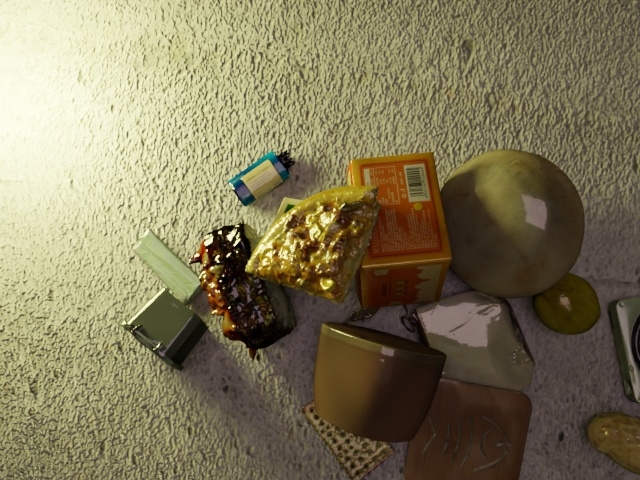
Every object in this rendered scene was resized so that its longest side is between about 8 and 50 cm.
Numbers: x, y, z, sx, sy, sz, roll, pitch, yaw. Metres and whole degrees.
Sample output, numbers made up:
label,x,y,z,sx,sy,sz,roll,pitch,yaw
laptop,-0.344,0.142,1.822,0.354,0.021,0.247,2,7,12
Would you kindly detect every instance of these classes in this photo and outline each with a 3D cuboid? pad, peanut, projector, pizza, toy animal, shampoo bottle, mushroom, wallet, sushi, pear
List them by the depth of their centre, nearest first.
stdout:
label,x,y,z,sx,sy,sz,roll,pitch,yaw
pizza,-0.021,-0.016,1.316,0.268,0.087,0.258,12,73,35
peanut,0.812,0.493,1.443,0.325,0.140,0.153,13,66,8
mushroom,0.462,-0.043,1.462,0.362,0.294,0.362,8,103,40
pear,0.602,0.154,1.485,0.162,0.149,0.149,34,86,-12
projector,0.878,0.259,1.494,0.259,0.079,0.257,-8,82,0
pad,0.365,0.496,1.495,0.284,0.018,0.287,9,94,4
sushi,-0.182,0.128,1.518,0.181,0.196,0.343,-25,77,18
wallet,0.383,0.278,1.526,0.274,0.068,0.335,-22,89,4
toy animal,0.129,0.142,1.549,0.220,0.069,0.086,-44,87,-2
shampoo bottle,-0.151,-0.174,1.606,0.183,0.050,0.087,-35,80,-2

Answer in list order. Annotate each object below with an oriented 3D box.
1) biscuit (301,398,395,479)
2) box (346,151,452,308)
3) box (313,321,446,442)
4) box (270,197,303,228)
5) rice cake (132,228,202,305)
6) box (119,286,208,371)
label,x,y,z,sx,sy,sz,roll,pitch,yaw
biscuit,0.067,0.486,1.535,0.139,0.016,0.231,-39,83,-3
box,0.176,-0.017,1.433,0.213,0.259,0.284,-4,63,1
box,0.129,0.330,1.413,0.300,0.301,0.216,12,88,4
box,-0.035,-0.009,1.498,0.168,0.212,0.095,12,122,3
rice cake,-0.405,0.069,1.594,0.222,0.042,0.080,44,91,6
box,-0.374,0.217,1.486,0.163,0.243,0.135,38,74,7
